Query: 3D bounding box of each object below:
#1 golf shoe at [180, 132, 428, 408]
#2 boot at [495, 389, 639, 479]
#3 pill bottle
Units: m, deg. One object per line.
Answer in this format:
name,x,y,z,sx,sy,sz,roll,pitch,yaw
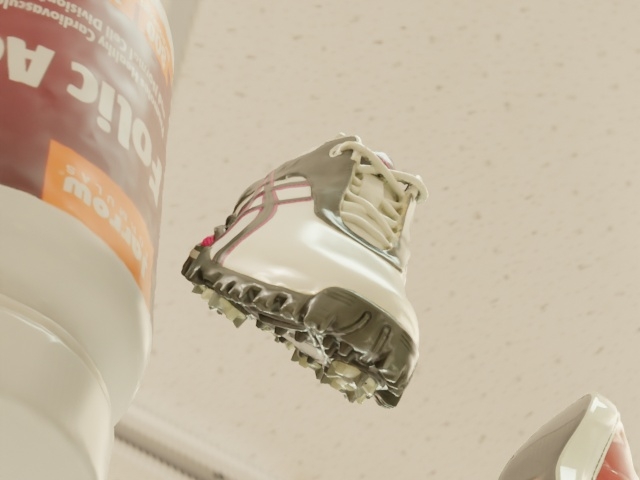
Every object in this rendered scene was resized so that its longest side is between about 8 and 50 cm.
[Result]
golf shoe,0.000,0.000,0.755,0.105,0.273,0.120,36,-91,-15
boot,0.198,0.208,0.976,0.176,0.244,0.088,44,-66,-4
pill bottle,-0.203,-0.004,0.878,0.224,0.392,0.224,-1,-48,-1
